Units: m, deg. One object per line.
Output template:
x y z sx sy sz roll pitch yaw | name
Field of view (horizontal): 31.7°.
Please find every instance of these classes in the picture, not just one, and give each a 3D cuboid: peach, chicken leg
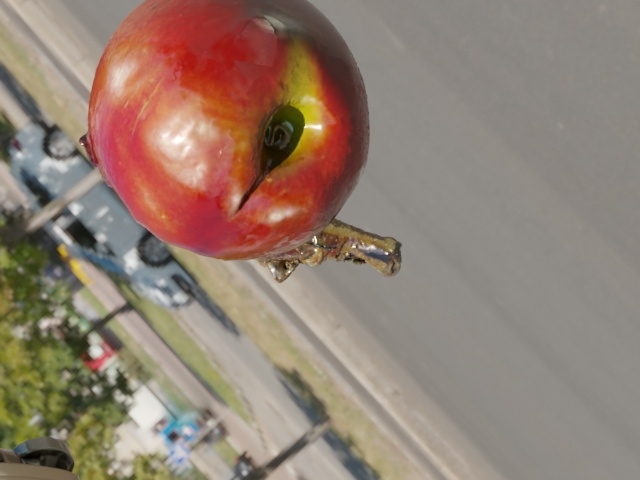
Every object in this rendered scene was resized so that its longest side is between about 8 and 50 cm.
-0.106 -0.130 1.132 0.338 0.281 0.281 23 154 56 | peach
-0.002 -0.006 1.365 0.080 0.196 0.125 -80 -19 -52 | chicken leg

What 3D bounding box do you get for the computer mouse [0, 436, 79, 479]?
-0.287 0.257 0.902 0.145 0.237 0.082 15 -164 -41 | computer mouse
